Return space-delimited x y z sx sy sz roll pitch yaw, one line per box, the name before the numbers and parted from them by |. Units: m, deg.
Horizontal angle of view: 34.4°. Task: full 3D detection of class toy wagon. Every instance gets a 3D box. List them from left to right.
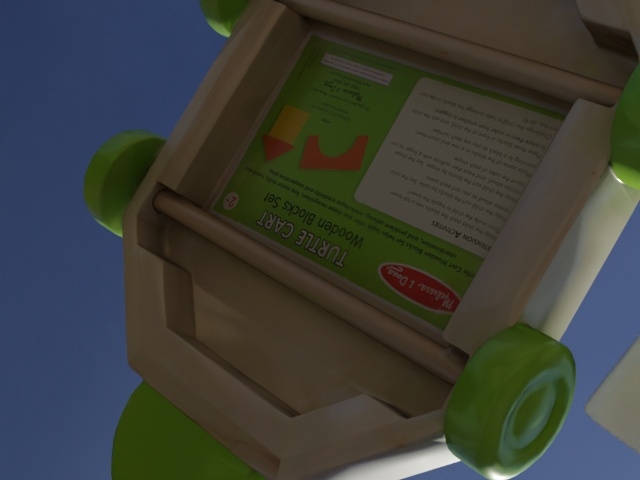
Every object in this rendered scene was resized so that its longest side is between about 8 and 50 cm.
toy wagon | 0.000 0.000 0.454 0.068 0.267 0.344 32 -92 -49

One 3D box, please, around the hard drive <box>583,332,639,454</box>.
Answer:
hard drive | 0.334 0.054 0.637 0.203 0.307 0.040 36 -150 13
